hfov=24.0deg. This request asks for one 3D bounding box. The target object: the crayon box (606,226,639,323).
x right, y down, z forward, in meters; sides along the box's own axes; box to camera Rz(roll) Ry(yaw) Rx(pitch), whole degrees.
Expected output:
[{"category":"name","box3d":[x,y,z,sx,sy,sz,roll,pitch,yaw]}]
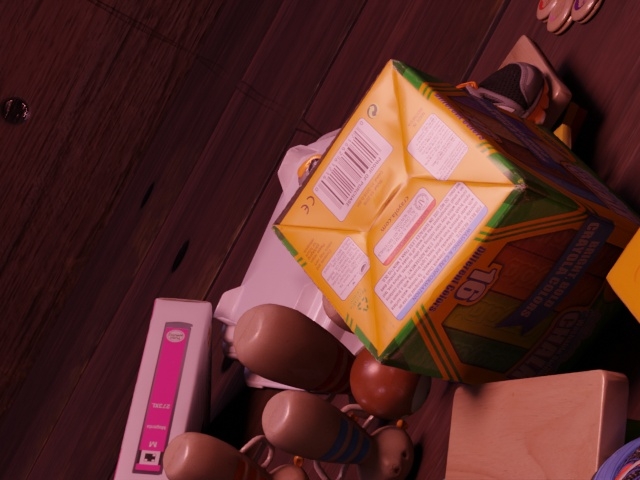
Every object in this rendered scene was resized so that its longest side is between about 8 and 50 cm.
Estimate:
[{"category":"crayon box","box3d":[0.240,-0.008,0.667,0.202,0.081,0.318,-59,16,13]}]

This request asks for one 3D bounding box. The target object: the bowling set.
[{"category":"bowling set","box3d":[0.035,0.109,1.073,0.287,0.154,0.200,-61,35,2]}]

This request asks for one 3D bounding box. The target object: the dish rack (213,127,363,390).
[{"category":"dish rack","box3d":[0.000,0.000,1.427,0.285,0.072,0.333,-65,17,-12]}]

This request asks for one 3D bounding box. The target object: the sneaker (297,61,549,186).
[{"category":"sneaker","box3d":[0.074,-0.068,1.020,0.215,0.083,0.084,-40,4,-29]}]

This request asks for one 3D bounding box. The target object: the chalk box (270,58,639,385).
[{"category":"chalk box","box3d":[0.105,0.004,0.901,0.132,0.213,0.132,-54,49,17]}]

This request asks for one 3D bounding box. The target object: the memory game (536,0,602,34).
[{"category":"memory game","box3d":[0.230,-0.250,1.211,0.186,0.012,0.186,-54,18,28]}]

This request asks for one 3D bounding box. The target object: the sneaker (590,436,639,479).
[{"category":"sneaker","box3d":[0.149,0.126,0.625,0.087,0.083,0.221,-44,-9,36]}]

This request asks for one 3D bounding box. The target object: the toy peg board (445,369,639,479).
[{"category":"toy peg board","box3d":[0.132,0.157,0.786,0.161,0.079,0.160,158,121,-67]}]

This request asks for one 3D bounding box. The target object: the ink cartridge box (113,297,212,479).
[{"category":"ink cartridge box","box3d":[-0.151,0.238,1.405,0.371,0.069,0.175,-87,1,-51]}]

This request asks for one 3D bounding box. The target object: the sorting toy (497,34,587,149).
[{"category":"sorting toy","box3d":[0.146,-0.067,1.115,0.132,0.046,0.274,-57,16,19]}]

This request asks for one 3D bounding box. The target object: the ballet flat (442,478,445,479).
[{"category":"ballet flat","box3d":[0.036,0.233,0.904,0.247,0.087,0.083,-66,16,-13]}]
